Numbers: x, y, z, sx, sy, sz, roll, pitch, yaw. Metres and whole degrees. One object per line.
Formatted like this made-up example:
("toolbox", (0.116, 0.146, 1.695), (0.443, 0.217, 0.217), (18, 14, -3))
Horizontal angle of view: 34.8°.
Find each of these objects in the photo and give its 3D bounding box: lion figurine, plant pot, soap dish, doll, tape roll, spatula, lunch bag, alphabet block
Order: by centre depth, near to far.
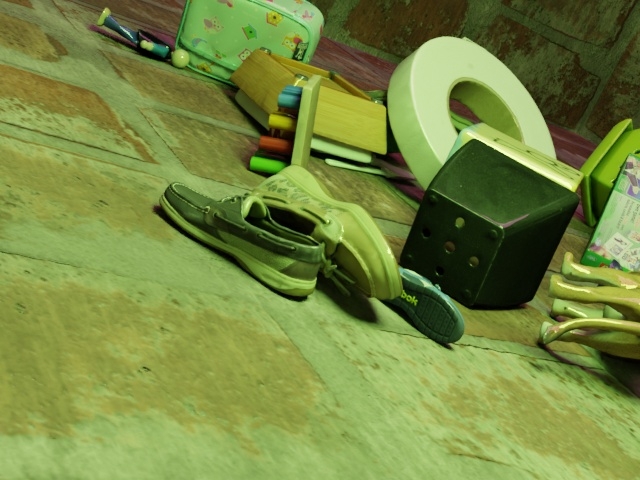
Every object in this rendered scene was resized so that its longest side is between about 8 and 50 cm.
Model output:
("lion figurine", (0.435, 0.103, 1.399), (0.240, 0.142, 0.392), (15, 19, 16))
("plant pot", (0.221, -0.009, 1.443), (0.188, 0.187, 0.167), (32, 31, 23))
("alphabet block", (0.288, -0.060, 1.646), (0.197, 0.193, 0.192), (29, 18, 12))
("soap dish", (-0.021, -0.257, 1.908), (0.229, 0.118, 0.291), (14, 17, -27))
("tape roll", (0.290, -0.202, 1.920), (0.392, 0.072, 0.392), (21, 53, -31))
("spatula", (0.063, -0.160, 1.935), (0.242, 0.019, 0.168), (8, 24, -45))
("doll", (-0.345, -0.391, 2.007), (0.189, 0.046, 0.129), (28, 6, -13))
("lunch bag", (-0.143, -0.405, 2.050), (0.279, 0.224, 0.108), (25, 37, -1))
("plant pot", (0.718, -0.128, 2.317), (0.207, 0.228, 0.227), (28, -23, 34))

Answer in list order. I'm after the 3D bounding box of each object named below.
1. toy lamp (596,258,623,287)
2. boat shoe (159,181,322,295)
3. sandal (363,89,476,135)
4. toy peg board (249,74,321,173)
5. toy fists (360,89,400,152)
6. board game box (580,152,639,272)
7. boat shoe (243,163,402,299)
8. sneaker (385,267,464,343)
("toy lamp", (0.607, 0.125, 1.738), (0.275, 0.080, 0.080), (30, 17, 15))
("boat shoe", (-0.087, -0.018, 1.179), (0.223, 0.073, 0.080), (33, 18, 24))
("sandal", (0.203, -0.225, 2.012), (0.303, 0.086, 0.120), (22, -10, -32))
("toy peg board", (-0.055, -0.174, 1.586), (0.079, 0.160, 0.161), (10, 16, 2))
("toy fists", (0.078, -0.264, 2.141), (0.279, 0.096, 0.142), (35, 15, 38))
("board game box", (0.665, -0.023, 2.040), (0.213, 0.046, 0.317), (28, 51, 9))
("boat shoe", (0.000, 0.000, 1.243), (0.089, 0.104, 0.285), (-25, 34, -19))
("sneaker", (0.128, 0.074, 1.246), (0.059, 0.053, 0.144), (9, 24, -49))
